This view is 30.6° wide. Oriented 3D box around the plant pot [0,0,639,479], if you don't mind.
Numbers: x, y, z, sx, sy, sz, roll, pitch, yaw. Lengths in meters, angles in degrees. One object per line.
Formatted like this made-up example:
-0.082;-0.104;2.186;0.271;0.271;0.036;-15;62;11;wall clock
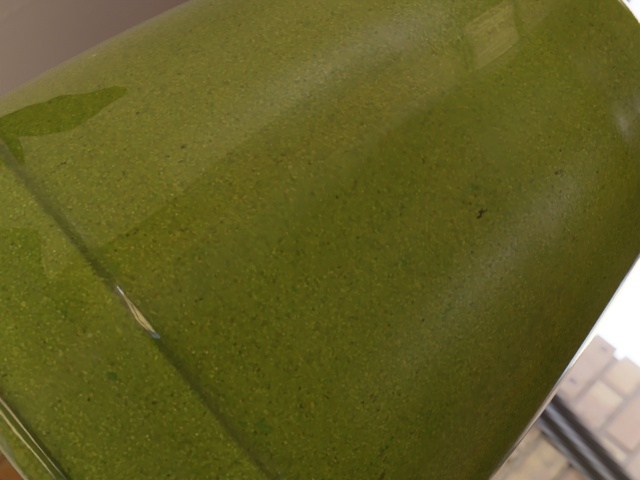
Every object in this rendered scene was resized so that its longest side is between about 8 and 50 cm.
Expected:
0.000;0.000;0.646;0.353;0.366;0.366;-40;-22;-10;plant pot
